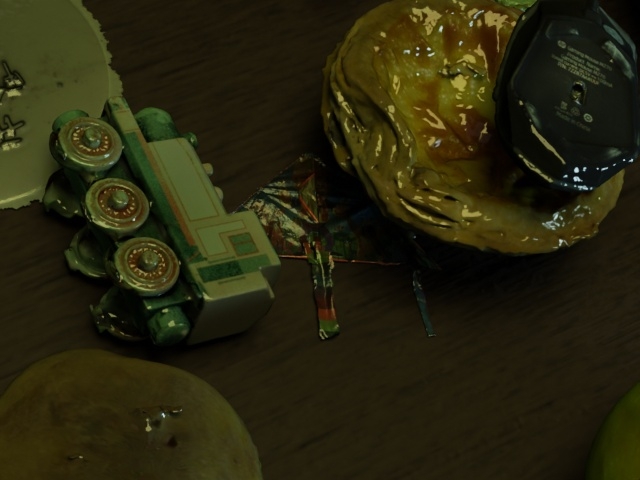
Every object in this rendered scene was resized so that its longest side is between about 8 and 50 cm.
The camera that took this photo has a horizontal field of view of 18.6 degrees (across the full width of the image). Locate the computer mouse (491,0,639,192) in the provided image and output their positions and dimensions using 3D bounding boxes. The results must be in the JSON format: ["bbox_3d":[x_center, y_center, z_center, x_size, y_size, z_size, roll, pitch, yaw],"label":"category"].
[{"bbox_3d":[0.172,-0.097,1.374,0.105,0.062,0.192,27,46,-9],"label":"computer mouse"}]

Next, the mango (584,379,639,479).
[{"bbox_3d":[0.340,0.158,1.322,0.343,0.156,0.192,1,59,-22],"label":"mango"}]

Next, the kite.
[{"bbox_3d":[0.000,0.000,1.409,0.182,0.010,0.160,4,58,-14],"label":"kite"}]

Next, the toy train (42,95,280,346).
[{"bbox_3d":[-0.115,-0.015,1.346,0.125,0.081,0.194,-12,60,-29],"label":"toy train"}]

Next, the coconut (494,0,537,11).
[{"bbox_3d":[0.152,-0.222,1.565,0.158,0.055,0.133,2,60,-13],"label":"coconut"}]

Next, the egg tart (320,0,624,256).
[{"bbox_3d":[0.107,-0.077,1.432,0.241,0.106,0.241,10,54,-15],"label":"egg tart"}]

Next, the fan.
[{"bbox_3d":[-0.302,-0.192,1.440,0.233,0.012,0.415,-21,67,-27],"label":"fan"}]

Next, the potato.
[{"bbox_3d":[-0.125,0.198,1.171,0.191,0.141,0.296,4,60,-11],"label":"potato"}]
